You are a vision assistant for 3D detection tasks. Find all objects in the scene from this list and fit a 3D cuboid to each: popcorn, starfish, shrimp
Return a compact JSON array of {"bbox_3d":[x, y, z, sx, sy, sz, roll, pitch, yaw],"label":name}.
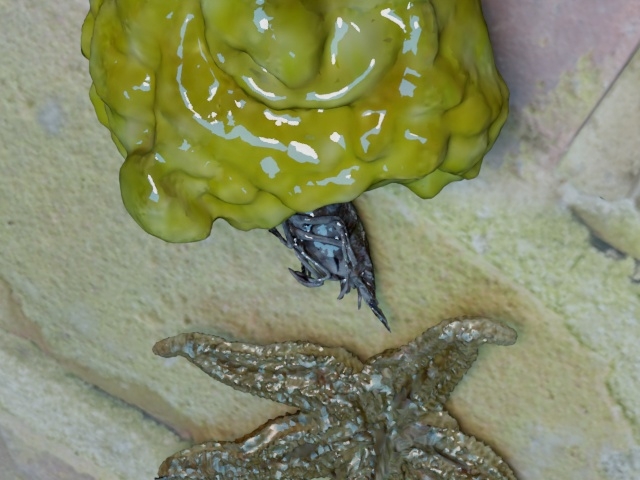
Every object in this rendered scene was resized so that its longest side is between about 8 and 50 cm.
[{"bbox_3d":[-0.026,-0.127,1.041,0.250,0.235,0.241,-17,86,2],"label":"popcorn"},{"bbox_3d":[0.019,0.149,1.252,0.302,0.060,0.299,13,125,3],"label":"starfish"},{"bbox_3d":[0.000,0.000,1.189,0.065,0.056,0.165,-29,95,9],"label":"shrimp"}]
